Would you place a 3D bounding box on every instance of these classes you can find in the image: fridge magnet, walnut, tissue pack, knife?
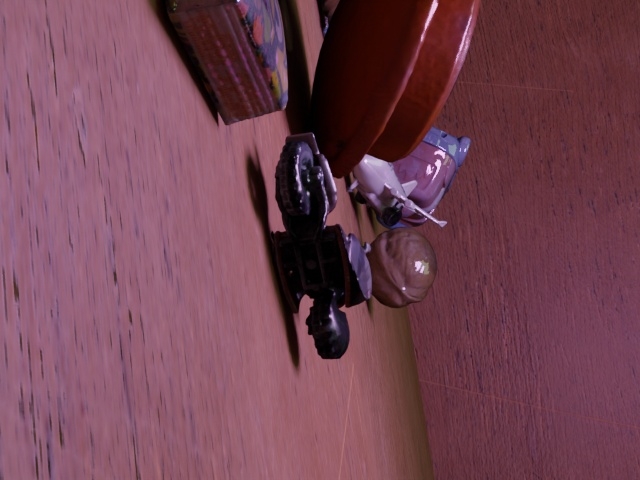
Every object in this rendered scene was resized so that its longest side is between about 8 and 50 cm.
[{"bbox_3d":[0.087,-0.248,1.216,0.363,0.155,0.364,-160,-90,-78],"label":"fridge magnet"},{"bbox_3d":[0.146,0.049,1.754,0.162,0.140,0.140,-71,151,-64],"label":"walnut"},{"bbox_3d":[-0.065,-0.167,0.675,0.148,0.060,0.109,66,14,-66],"label":"tissue pack"},{"bbox_3d":[-0.048,-0.319,1.200,0.030,0.014,0.207,62,19,-63],"label":"knife"}]

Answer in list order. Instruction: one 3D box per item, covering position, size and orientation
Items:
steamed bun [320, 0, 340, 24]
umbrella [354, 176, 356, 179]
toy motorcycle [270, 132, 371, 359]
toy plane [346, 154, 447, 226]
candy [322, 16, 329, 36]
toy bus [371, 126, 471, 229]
[{"bbox_3d":[0.058,-0.435,1.783,0.183,0.106,0.183,167,-90,-85],"label":"steamed bun"},{"bbox_3d":[0.074,-0.148,1.933,0.031,0.020,0.083,31,33,-25],"label":"umbrella"},{"bbox_3d":[0.001,0.000,0.885,0.122,0.082,0.213,-82,162,-64],"label":"toy motorcycle"},{"bbox_3d":[0.114,-0.099,1.777,0.251,0.101,0.255,41,6,28],"label":"toy plane"},{"bbox_3d":[0.016,-0.376,1.763,0.083,0.020,0.030,76,9,-47],"label":"candy"},{"bbox_3d":[0.204,-0.142,2.181,0.294,0.197,0.232,99,14,-75],"label":"toy bus"}]
